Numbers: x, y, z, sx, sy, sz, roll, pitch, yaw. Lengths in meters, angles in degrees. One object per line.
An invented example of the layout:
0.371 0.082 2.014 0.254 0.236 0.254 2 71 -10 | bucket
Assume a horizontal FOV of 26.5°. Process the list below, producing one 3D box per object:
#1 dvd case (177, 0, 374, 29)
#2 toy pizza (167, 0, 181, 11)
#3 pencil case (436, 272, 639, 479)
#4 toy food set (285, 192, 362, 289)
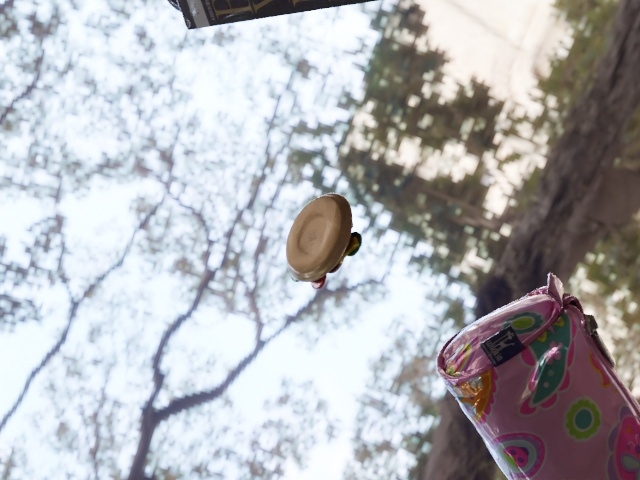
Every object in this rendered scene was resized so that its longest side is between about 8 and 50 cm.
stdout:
-0.026 -0.253 1.129 0.221 0.164 0.018 -7 -128 8 | dvd case
-0.111 -0.348 1.531 0.032 0.201 0.201 17 -156 -45 | toy pizza
0.205 0.165 1.002 0.284 0.124 0.124 54 -150 -9 | pencil case
0.000 0.000 1.142 0.020 0.083 0.082 27 -145 -36 | toy food set
